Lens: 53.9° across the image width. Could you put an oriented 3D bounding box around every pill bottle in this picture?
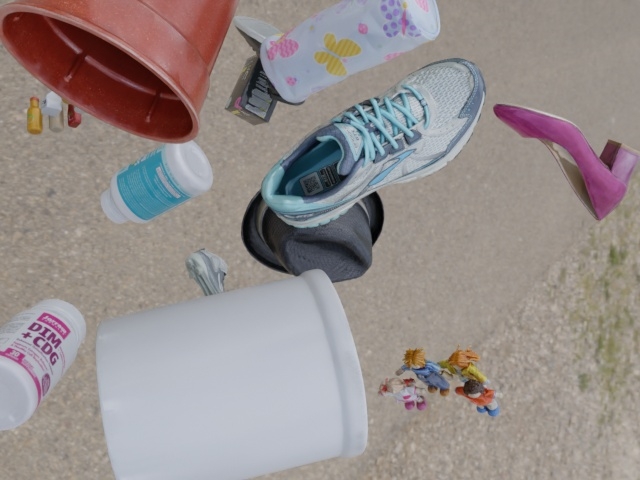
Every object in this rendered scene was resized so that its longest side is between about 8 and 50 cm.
[{"bbox_3d":[-0.403,-0.134,1.526,0.146,0.264,0.146,53,23,-33],"label":"pill bottle"},{"bbox_3d":[-0.599,0.238,1.287,0.283,0.160,0.161,-84,164,-70],"label":"pill bottle"}]

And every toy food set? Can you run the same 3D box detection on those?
[{"bbox_3d":[-0.701,-0.373,1.697,0.111,0.232,0.105,7,66,-44],"label":"toy food set"}]

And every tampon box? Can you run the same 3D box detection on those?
[{"bbox_3d":[-0.176,-0.416,1.745,0.101,0.120,0.161,26,83,-26],"label":"tampon box"}]

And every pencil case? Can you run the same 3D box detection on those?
[{"bbox_3d":[0.041,-0.303,0.941,0.114,0.273,0.124,54,40,-27],"label":"pencil case"}]

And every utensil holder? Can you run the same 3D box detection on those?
[{"bbox_3d":[-0.152,0.243,1.070,0.385,0.327,0.328,-10,105,-13],"label":"utensil holder"}]

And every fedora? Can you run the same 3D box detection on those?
[{"bbox_3d":[0.000,0.000,1.359,0.334,0.333,0.153,52,11,-40],"label":"fedora"}]

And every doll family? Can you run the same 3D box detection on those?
[{"bbox_3d":[0.247,0.279,1.311,0.163,0.262,0.119,49,44,-47],"label":"doll family"}]

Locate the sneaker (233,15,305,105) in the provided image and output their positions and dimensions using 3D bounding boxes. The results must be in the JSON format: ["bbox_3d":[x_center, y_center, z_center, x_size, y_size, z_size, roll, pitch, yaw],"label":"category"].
[{"bbox_3d":[-0.131,-0.454,1.613,0.104,0.295,0.147,-29,152,-49],"label":"sneaker"}]

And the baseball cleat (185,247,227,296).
[{"bbox_3d":[-0.251,0.114,1.551,0.109,0.072,0.206,-35,102,-52],"label":"baseball cleat"}]

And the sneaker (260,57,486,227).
[{"bbox_3d":[0.058,-0.103,0.696,0.110,0.283,0.122,57,13,10],"label":"sneaker"}]

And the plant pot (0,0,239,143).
[{"bbox_3d":[-0.232,-0.314,0.834,0.272,0.272,0.265,40,66,-46],"label":"plant pot"}]

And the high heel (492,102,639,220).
[{"bbox_3d":[0.349,-0.119,0.935,0.243,0.082,0.117,18,106,-15],"label":"high heel"}]
